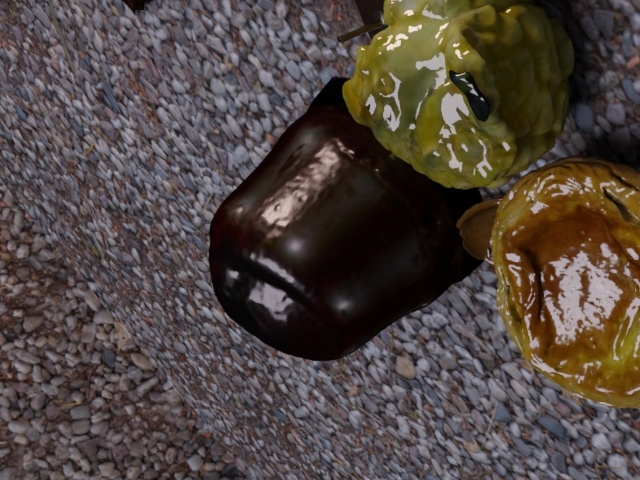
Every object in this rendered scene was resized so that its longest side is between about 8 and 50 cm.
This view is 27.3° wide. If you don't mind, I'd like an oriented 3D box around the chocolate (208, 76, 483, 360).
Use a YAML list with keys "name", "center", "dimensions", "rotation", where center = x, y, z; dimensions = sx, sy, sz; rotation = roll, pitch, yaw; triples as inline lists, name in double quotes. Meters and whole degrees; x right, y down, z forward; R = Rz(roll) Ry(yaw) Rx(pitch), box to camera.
- name: "chocolate"
  center: [0.000, 0.000, 1.974]
  dimensions: [0.383, 0.331, 0.384]
  rotation: [37, 147, 29]

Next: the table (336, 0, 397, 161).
- name: "table"
  center: [0.118, -0.215, 1.770]
  dimensions: [0.121, 0.111, 0.240]
  rotation: [8, 130, 51]

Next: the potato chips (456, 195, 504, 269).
- name: "potato chips"
  center: [0.277, -0.010, 1.839]
  dimensions: [0.150, 0.049, 0.201]
  rotation: [43, 148, -5]

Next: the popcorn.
- name: "popcorn"
  center: [0.171, -0.199, 1.578]
  dimensions: [0.293, 0.237, 0.293]
  rotation: [37, 153, 22]

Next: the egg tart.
- name: "egg tart"
  center: [0.372, 0.046, 1.648]
  dimensions: [0.352, 0.150, 0.352]
  rotation: [23, 129, 32]

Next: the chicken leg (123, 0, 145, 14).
- name: "chicken leg"
  center: [-0.299, -0.441, 2.178]
  dimensions: [0.105, 0.063, 0.234]
  rotation: [61, 153, -8]
